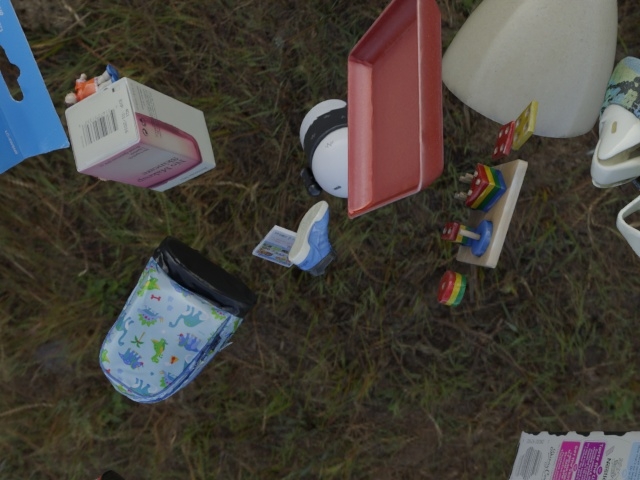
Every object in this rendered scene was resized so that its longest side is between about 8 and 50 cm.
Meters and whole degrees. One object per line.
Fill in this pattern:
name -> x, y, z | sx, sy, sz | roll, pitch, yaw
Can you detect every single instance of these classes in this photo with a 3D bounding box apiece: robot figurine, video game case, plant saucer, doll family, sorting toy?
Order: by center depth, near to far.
sorting toy -> 0.204, -0.046, 0.797 | 0.046, 0.132, 0.274 | 18, 90, -4
plant saucer -> 0.097, -0.170, 0.830 | 0.048, 0.259, 0.258 | 2, 84, -16
video game case -> -0.078, 0.014, 1.276 | 0.087, 0.011, 0.122 | 20, 146, -19
doll family -> -0.465, -0.239, 1.369 | 0.163, 0.118, 0.263 | -26, 74, 14
robot figurine -> 0.049, -0.215, 1.433 | 0.174, 0.278, 0.209 | -3, 126, -12

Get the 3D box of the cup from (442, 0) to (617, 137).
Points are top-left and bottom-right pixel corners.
cup -> 0.424, -0.387, 1.191 | 0.331, 0.331, 0.237 | 17, 132, 1

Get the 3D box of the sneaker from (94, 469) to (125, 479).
sneaker -> -0.288, 0.376, 0.735 | 0.145, 0.270, 0.090 | -42, 98, -11

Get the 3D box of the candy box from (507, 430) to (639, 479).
candy box -> 0.275, 0.216, 0.504 | 0.159, 0.071, 0.233 | 23, 161, 0

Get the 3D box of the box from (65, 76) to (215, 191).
box -> -0.330, -0.189, 1.171 | 0.149, 0.232, 0.126 | -21, 77, 22

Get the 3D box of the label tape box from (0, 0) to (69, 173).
label tape box -> -0.548, -0.177, 0.806 | 0.348, 0.115, 0.249 | -18, 114, -9

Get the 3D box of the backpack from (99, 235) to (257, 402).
backpack -> -0.373, 0.219, 1.522 | 0.290, 0.273, 0.355 | 37, 105, -4

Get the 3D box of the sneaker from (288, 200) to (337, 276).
sneaker -> -0.001, 0.000, 1.223 | 0.084, 0.152, 0.058 | 39, 142, -25

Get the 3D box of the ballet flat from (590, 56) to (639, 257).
ballet flat -> 0.197, -0.035, 0.364 | 0.070, 0.188, 0.070 | -9, 143, -7
